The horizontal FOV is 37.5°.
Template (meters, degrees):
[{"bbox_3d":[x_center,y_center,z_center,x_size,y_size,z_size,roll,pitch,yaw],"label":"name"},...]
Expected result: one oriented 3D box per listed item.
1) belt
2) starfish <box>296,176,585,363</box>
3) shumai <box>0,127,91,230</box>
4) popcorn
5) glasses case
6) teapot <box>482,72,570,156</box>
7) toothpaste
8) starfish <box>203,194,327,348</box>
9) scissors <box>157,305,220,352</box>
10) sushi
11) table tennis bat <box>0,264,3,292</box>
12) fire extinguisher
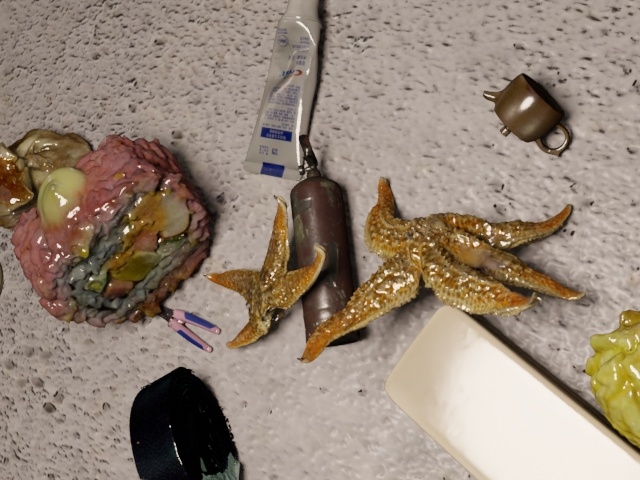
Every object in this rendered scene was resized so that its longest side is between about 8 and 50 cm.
[{"bbox_3d":[-0.177,0.270,1.231,0.078,0.151,0.198,-29,51,17],"label":"belt"},{"bbox_3d":[0.151,0.032,1.084,0.293,0.084,0.301,4,41,27],"label":"starfish"},{"bbox_3d":[-0.468,-0.102,1.470,0.209,0.153,0.162,-9,83,23],"label":"shumai"},{"bbox_3d":[0.371,0.138,0.977,0.173,0.142,0.174,-2,61,3],"label":"popcorn"},{"bbox_3d":[0.234,0.221,1.064,0.336,0.076,0.144,41,99,28],"label":"glasses case"},{"bbox_3d":[0.250,-0.148,1.138,0.121,0.076,0.068,43,114,-2],"label":"teapot"},{"bbox_3d":[-0.044,-0.220,1.324,0.096,0.061,0.266,12,92,28],"label":"toothpaste"},{"bbox_3d":[-0.067,0.042,1.239,0.247,0.050,0.138,-43,54,39],"label":"starfish"},{"bbox_3d":[-0.192,0.121,1.348,0.113,0.012,0.039,23,91,30],"label":"scissors"},{"bbox_3d":[-0.293,-0.022,1.311,0.270,0.236,0.171,-45,51,12],"label":"sushi"},{"bbox_3d":[-0.604,0.126,1.567,0.138,0.022,0.247,26,90,30],"label":"table tennis bat"},{"bbox_3d":[0.000,0.000,1.227,0.072,0.089,0.268,-10,75,12],"label":"fire extinguisher"}]
